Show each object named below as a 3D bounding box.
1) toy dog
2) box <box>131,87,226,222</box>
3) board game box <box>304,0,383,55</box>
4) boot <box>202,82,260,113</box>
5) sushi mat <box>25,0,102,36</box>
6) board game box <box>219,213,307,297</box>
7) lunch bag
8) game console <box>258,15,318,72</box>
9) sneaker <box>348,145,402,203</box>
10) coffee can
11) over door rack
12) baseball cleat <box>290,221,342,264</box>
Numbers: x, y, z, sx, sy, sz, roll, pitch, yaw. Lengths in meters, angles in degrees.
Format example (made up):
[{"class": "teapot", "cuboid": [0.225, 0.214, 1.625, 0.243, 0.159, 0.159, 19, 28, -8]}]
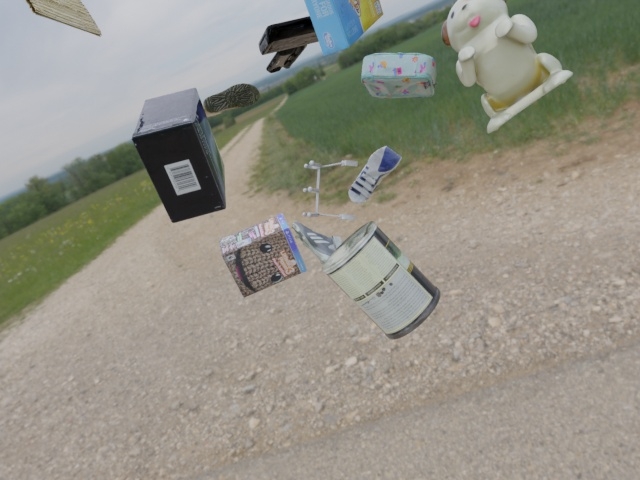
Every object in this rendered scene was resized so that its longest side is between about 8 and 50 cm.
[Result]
[{"class": "toy dog", "cuboid": [0.579, -0.621, 1.553, 0.285, 0.407, 0.395, -34, 4, 42]}, {"class": "box", "cuboid": [-0.417, -0.268, 1.476, 0.183, 0.296, 0.294, -15, 37, -2]}, {"class": "board game box", "cuboid": [0.044, -0.592, 1.100, 0.064, 0.242, 0.316, -7, 33, 28]}, {"class": "boot", "cuboid": [-0.385, -0.572, 1.975, 0.237, 0.089, 0.269, -15, 14, -13]}, {"class": "sushi mat", "cuboid": [-0.844, -0.757, 1.550, 0.019, 0.151, 0.316, -31, 4, 15]}, {"class": "board game box", "cuboid": [-0.238, 0.063, 2.004, 0.291, 0.231, 0.141, -24, 32, -3]}, {"class": "lunch bag", "cuboid": [0.307, -0.618, 1.836, 0.280, 0.107, 0.224, 7, -6, 17]}, {"class": "game console", "cuboid": [-0.097, -0.583, 1.454, 0.213, 0.043, 0.361, -21, 6, -18]}, {"class": "sneaker", "cuboid": [0.237, -0.305, 2.309, 0.315, 0.127, 0.182, -50, 3, -3]}, {"class": "coffee can", "cuboid": [0.170, 0.111, 1.353, 0.201, 0.275, 0.201, -43, 7, 7]}, {"class": "over door rack", "cuboid": [0.018, -0.212, 2.005, 0.108, 0.239, 0.324, 0, 5, -33]}, {"class": "baseball cleat", "cuboid": [0.000, 0.000, 1.596, 0.109, 0.206, 0.072, -40, -5, -16]}]
